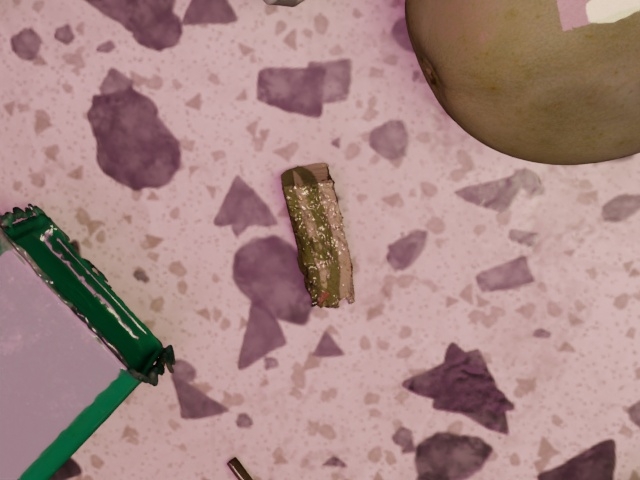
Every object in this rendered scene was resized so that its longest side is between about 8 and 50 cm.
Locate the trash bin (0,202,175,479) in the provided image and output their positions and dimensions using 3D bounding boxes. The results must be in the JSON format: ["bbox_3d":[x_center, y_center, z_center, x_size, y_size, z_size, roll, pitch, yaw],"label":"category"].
[{"bbox_3d":[-0.342,0.167,1.258,0.381,0.295,0.259,-44,94,4],"label":"trash bin"}]

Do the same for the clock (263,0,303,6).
[{"bbox_3d":[0.013,-0.282,1.174,0.262,0.231,0.116,-34,99,9],"label":"clock"}]

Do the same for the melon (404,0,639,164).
[{"bbox_3d":[0.236,-0.202,1.148,0.330,0.268,0.268,-25,96,-4],"label":"melon"}]

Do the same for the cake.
[{"bbox_3d":[0.000,0.000,1.311,0.051,0.055,0.140,-13,100,1],"label":"cake"}]

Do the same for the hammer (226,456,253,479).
[{"bbox_3d":[-0.032,0.283,1.362,0.017,0.062,0.182,-38,88,9],"label":"hammer"}]
